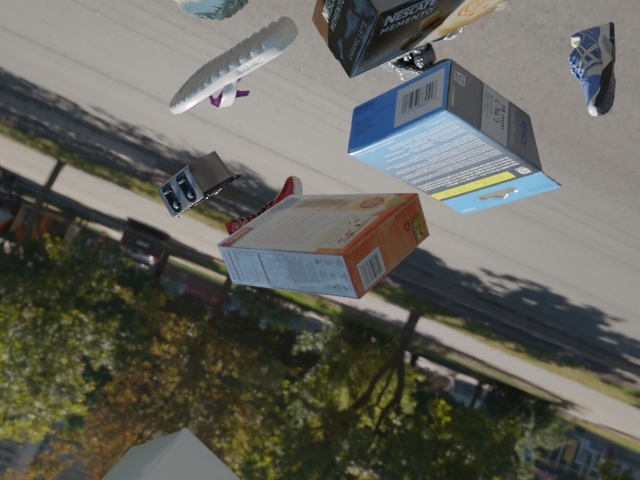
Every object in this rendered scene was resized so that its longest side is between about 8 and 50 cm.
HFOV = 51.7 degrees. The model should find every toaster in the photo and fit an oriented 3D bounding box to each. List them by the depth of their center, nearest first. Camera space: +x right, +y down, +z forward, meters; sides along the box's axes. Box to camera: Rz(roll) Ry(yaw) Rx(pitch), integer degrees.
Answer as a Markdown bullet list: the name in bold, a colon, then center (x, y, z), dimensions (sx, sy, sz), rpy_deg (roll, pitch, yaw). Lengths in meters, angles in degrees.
- **toaster**: center (-0.362, -0.169, 1.954), dimensions (0.168, 0.185, 0.110), rpy_deg (-27, 99, 39)

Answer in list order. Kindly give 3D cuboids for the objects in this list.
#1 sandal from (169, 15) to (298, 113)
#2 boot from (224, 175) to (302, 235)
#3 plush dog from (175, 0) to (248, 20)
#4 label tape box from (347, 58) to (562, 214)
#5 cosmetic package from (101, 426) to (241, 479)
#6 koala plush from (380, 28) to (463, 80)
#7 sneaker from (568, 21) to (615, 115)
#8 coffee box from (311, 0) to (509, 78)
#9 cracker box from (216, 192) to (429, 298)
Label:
- **sandal**: center (-0.198, -0.357, 1.481), dimensions (0.416, 0.169, 0.102), rpy_deg (-16, 126, 43)
- **boot**: center (-0.153, -0.069, 1.741), dimensions (0.176, 0.244, 0.088), rpy_deg (11, -152, -19)
- **plush dog**: center (-0.065, -0.342, 0.547), dimensions (0.210, 0.226, 0.262), rpy_deg (5, 165, 27)
- **label tape box**: center (0.254, -0.175, 1.230), dimensions (0.333, 0.106, 0.240), rpy_deg (22, 156, -35)
- **cosmetic package**: center (-0.136, 0.448, 0.967), dimensions (0.377, 0.097, 0.284), rpy_deg (46, 142, -6)
- **koala plush**: center (0.245, -0.497, 1.550), dimensions (0.196, 0.221, 0.203), rpy_deg (41, 170, -31)
- **sneaker**: center (0.515, -0.319, 1.254), dimensions (0.081, 0.211, 0.080), rpy_deg (0, 148, 26)
- **coffee box**: center (0.127, -0.307, 0.780), dimensions (0.098, 0.246, 0.141), rpy_deg (59, 163, 9)
- **cracker box**: center (0.000, 0.000, 0.854), dimensions (0.232, 0.155, 0.067), rpy_deg (4, 121, 44)
